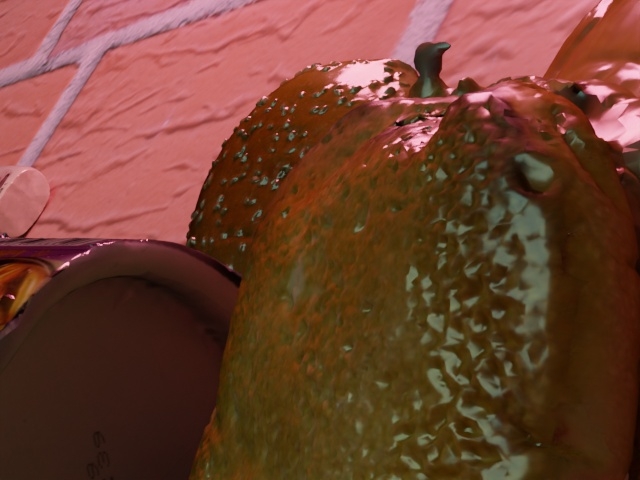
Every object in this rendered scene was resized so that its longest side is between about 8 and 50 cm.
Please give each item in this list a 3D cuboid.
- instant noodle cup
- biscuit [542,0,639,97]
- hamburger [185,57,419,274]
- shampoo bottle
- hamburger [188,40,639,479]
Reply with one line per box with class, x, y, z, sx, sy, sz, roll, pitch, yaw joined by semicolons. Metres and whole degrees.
instant noodle cup;-0.167;0.141;0.788;0.266;0.340;0.340;-7;47;37
biscuit;0.208;-0.089;0.758;0.351;0.057;0.312;-54;21;-8
hamburger;0.000;0.000;0.901;0.189;0.122;0.215;-12;47;48
shampoo bottle;-0.316;-0.037;1.478;0.152;0.045;0.077;3;57;57
hamburger;0.055;0.070;0.637;0.290;0.170;0.314;5;79;60
